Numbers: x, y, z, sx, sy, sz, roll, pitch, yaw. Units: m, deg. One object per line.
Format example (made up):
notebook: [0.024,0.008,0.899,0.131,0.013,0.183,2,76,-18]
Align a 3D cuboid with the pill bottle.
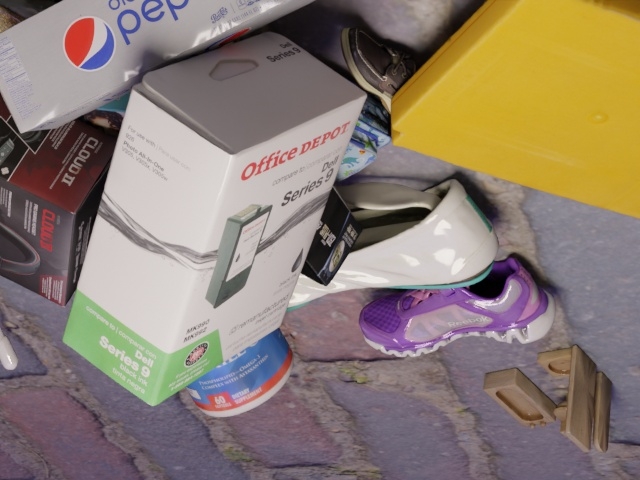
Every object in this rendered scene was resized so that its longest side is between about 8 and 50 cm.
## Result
pill bottle: [-0.127,0.071,1.670,0.124,0.124,0.221,-12,122,31]

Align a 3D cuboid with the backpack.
backpack: [0.006,-0.118,1.576,0.114,0.084,0.105,30,143,-29]

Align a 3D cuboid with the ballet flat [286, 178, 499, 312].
ballet flat: [0.000,0.000,1.749,0.400,0.139,0.139,-9,143,22]

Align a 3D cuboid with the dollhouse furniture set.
dollhouse furniture set: [0.293,0.235,2.015,0.151,0.123,0.144,-14,141,33]

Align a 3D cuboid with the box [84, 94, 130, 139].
box: [-0.192,-0.091,1.696,0.100,0.060,0.244,7,148,5]

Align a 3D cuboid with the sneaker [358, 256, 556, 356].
sneaker: [0.153,0.069,1.834,0.236,0.095,0.104,-9,137,19]

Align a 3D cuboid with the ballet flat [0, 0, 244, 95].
ballet flat: [-0.192,-0.203,1.483,0.348,0.123,0.123,14,148,-6]

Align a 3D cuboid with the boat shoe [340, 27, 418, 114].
boat shoe: [0.071,-0.166,1.519,0.049,0.056,0.152,-15,150,26]

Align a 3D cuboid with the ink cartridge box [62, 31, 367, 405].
ink cartridge box: [-0.098,-0.022,1.418,0.121,0.211,0.289,35,127,20]

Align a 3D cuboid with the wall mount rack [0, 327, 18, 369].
wall mount rack: [-0.488,0.037,1.692,0.304,0.130,0.350,33,149,-30]

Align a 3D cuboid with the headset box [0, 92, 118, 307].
headset box: [-0.345,-0.064,1.667,0.293,0.110,0.218,27,149,2]

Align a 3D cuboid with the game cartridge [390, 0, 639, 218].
game cartridge: [0.260,-0.136,1.471,0.323,0.053,0.285,16,148,-23]

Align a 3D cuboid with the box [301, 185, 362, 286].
box: [-0.062,-0.042,1.625,0.180,0.077,0.147,29,170,21]

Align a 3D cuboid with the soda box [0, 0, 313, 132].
soda box: [-0.147,-0.195,1.369,0.286,0.091,0.098,-25,-178,11]
